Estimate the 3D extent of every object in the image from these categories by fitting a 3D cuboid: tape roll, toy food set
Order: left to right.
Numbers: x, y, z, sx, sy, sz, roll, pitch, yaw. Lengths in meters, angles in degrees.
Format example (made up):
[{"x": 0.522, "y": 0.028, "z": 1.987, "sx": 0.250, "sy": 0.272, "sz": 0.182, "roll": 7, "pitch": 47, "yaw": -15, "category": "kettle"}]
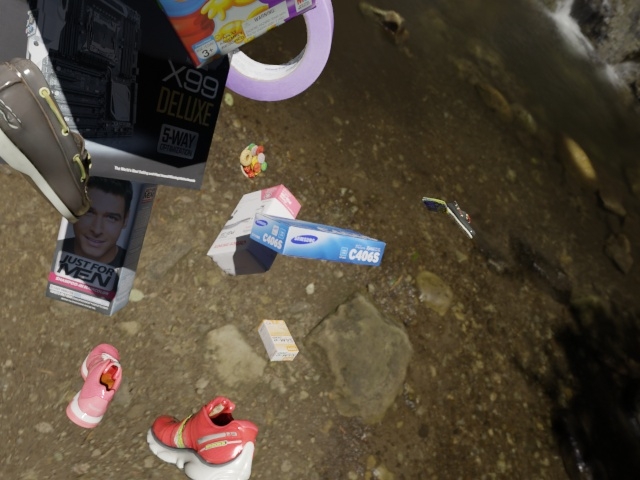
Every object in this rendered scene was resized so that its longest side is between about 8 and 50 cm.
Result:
[{"x": -0.165, "y": -0.195, "z": 1.083, "sx": 0.082, "sy": 0.020, "sz": 0.083, "roll": -48, "pitch": 140, "yaw": -36, "category": "toy food set"}, {"x": -0.112, "y": -0.430, "z": 0.895, "sx": 0.274, "sy": 0.275, "sz": 0.090, "roll": 30, "pitch": 37, "yaw": -19, "category": "tape roll"}]

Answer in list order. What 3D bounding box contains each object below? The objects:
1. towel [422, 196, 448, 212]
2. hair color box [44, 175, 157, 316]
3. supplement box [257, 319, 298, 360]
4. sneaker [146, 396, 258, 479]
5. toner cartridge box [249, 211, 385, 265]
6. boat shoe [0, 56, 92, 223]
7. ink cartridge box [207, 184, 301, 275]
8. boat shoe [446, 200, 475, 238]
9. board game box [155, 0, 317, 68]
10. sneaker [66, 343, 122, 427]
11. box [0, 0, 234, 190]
[{"x": 0.292, "y": -0.088, "z": 1.120, "sx": 0.083, "sy": 0.060, "sz": 0.009, "roll": 35, "pitch": 71, "yaw": -65, "category": "towel"}, {"x": -0.589, "y": -0.007, "z": 1.197, "sx": 0.185, "sy": 0.375, "sz": 0.113, "roll": 17, "pitch": 8, "yaw": -2, "category": "hair color box"}, {"x": -0.101, "y": 0.235, "z": 1.046, "sx": 0.062, "sy": 0.036, "sz": 0.098, "roll": 11, "pitch": 33, "yaw": -40, "category": "supplement box"}, {"x": -0.188, "y": 0.317, "z": 0.730, "sx": 0.107, "sy": 0.279, "sz": 0.118, "roll": 36, "pitch": 61, "yaw": -34, "category": "sneaker"}, {"x": 0.000, "y": 0.000, "z": 1.210, "sx": 0.347, "sy": 0.165, "sz": 0.075, "roll": 9, "pitch": 98, "yaw": -41, "category": "toner cartridge box"}, {"x": -0.266, "y": -0.084, "z": 0.439, "sx": 0.081, "sy": 0.228, "sz": 0.068, "roll": 45, "pitch": 70, "yaw": 5, "category": "boat shoe"}, {"x": -0.217, "y": -0.033, "z": 1.475, "sx": 0.117, "sy": 0.207, "sz": 0.283, "roll": 50, "pitch": 49, "yaw": -33, "category": "ink cartridge box"}, {"x": 0.374, "y": -0.058, "z": 1.171, "sx": 0.049, "sy": 0.042, "sz": 0.133, "roll": 53, "pitch": 10, "yaw": -43, "category": "boat shoe"}, {"x": -0.105, "y": -0.286, "z": 0.317, "sx": 0.142, "sy": 0.275, "sz": 0.144, "roll": -29, "pitch": 78, "yaw": -2, "category": "board game box"}, {"x": -0.613, "y": 0.386, "z": 1.274, "sx": 0.116, "sy": 0.136, "sz": 0.314, "roll": 40, "pitch": 7, "yaw": -27, "category": "sneaker"}, {"x": -0.271, "y": -0.206, "z": 0.583, "sx": 0.076, "sy": 0.242, "sz": 0.307, "roll": 24, "pitch": 12, "yaw": 32, "category": "box"}]
